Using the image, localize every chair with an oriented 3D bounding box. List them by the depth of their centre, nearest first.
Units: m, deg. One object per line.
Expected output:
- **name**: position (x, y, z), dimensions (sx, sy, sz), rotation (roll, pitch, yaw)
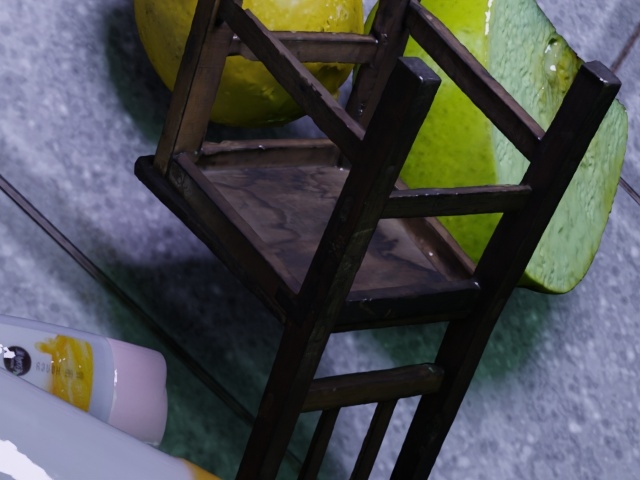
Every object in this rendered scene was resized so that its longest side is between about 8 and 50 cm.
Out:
- **chair**: position (0.000, 0.000, 1.282), dimensions (0.203, 0.416, 0.240), rotation (-5, 39, -40)

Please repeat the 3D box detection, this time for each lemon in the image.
- **lemon**: position (-0.058, -0.180, 1.395), dimensions (0.206, 0.173, 0.173), rotation (52, 46, -16)

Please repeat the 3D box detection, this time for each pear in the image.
- **pear**: position (0.122, -0.061, 1.466), dimensions (0.292, 0.159, 0.292), rotation (14, 74, -57)

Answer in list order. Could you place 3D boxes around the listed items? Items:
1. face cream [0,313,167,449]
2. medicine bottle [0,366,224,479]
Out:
- **face cream**: position (-0.197, 0.093, 1.218), dimensions (0.198, 0.057, 0.084), rotation (14, 59, -30)
- **medicine bottle**: position (-0.182, 0.208, 1.046), dimensions (0.232, 0.238, 0.238), rotation (31, 51, -17)
